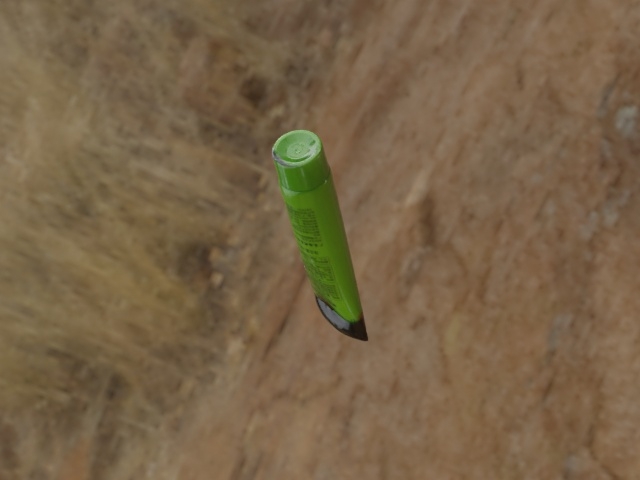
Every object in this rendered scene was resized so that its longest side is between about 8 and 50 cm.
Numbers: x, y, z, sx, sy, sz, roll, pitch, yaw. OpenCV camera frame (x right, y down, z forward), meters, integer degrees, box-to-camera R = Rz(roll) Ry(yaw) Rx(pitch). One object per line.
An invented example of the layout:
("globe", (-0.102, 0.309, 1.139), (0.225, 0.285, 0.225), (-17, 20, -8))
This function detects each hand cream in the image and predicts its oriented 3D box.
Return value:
("hand cream", (0.000, 0.000, 0.706), (0.023, 0.122, 0.036), (-37, 52, -19))
